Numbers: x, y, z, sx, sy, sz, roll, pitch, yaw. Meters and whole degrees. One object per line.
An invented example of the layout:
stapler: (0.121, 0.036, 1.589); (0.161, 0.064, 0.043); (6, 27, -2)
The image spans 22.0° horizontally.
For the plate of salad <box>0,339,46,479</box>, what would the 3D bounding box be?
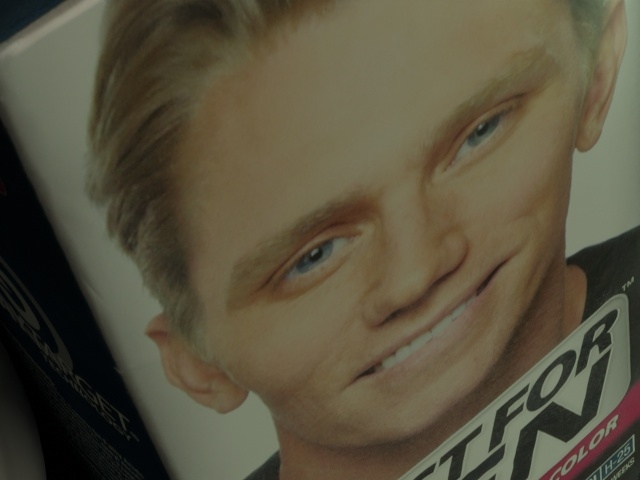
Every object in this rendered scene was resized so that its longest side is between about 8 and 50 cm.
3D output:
plate of salad: (-0.155, 0.089, 0.423); (0.200, 0.048, 0.199); (-6, 99, -47)

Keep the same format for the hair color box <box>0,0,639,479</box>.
hair color box: (0.000, 0.000, 0.478); (0.174, 0.105, 0.347); (-37, 144, -17)
